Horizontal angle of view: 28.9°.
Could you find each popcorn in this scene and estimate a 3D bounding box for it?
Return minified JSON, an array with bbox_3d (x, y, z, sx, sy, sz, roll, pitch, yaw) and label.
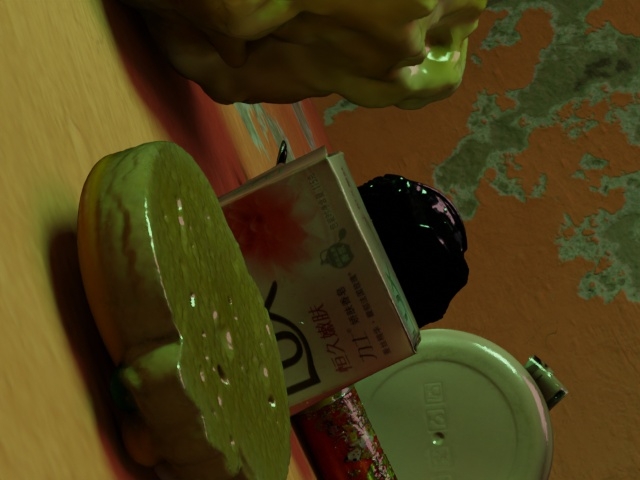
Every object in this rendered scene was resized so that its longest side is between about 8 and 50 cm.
[{"bbox_3d":[-0.009,-0.284,0.990,0.344,0.354,0.390,37,25,-40],"label":"popcorn"}]

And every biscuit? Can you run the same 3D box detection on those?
[{"bbox_3d":[-0.063,0.044,0.536,0.170,0.050,0.170,-18,90,-80],"label":"biscuit"}]

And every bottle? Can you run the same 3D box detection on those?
[{"bbox_3d":[0.125,0.170,1.068,0.173,0.206,0.297,49,-1,17],"label":"bottle"}]

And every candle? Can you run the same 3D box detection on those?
[{"bbox_3d":[0.017,0.146,0.897,0.052,0.052,0.130,-77,143,-83],"label":"candle"}]

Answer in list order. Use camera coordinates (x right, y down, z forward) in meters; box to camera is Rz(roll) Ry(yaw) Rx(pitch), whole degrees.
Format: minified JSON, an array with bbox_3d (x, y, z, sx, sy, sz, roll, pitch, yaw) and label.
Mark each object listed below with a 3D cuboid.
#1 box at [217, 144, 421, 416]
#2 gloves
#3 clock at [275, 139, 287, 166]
[{"bbox_3d":[-0.010,0.026,0.828,0.156,0.111,0.060,65,12,-1],"label":"box"},{"bbox_3d":[0.078,-0.006,1.201,0.203,0.124,0.164,-91,174,-57],"label":"gloves"},{"bbox_3d":[-0.002,0.016,1.234,0.170,0.069,0.232,-88,153,-79],"label":"clock"}]
